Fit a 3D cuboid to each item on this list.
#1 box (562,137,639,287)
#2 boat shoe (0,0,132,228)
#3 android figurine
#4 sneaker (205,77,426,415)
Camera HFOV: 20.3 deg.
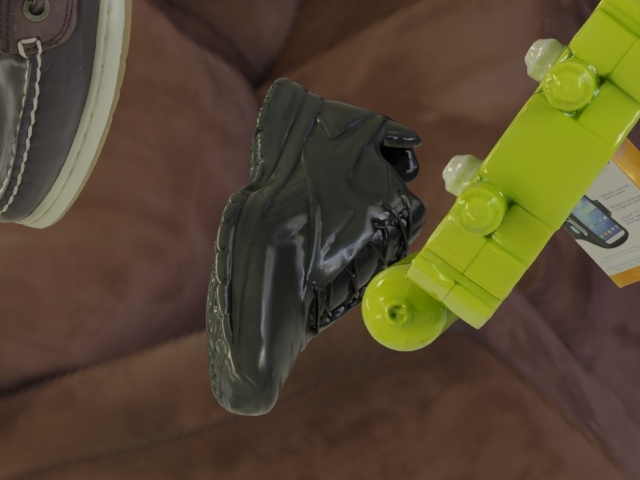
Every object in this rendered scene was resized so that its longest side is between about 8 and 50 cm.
[{"bbox_3d":[0.190,-0.032,1.200,0.081,0.136,0.028,-25,23,51],"label":"box"},{"bbox_3d":[-0.132,-0.139,0.775,0.103,0.092,0.285,42,126,45],"label":"boat shoe"},{"bbox_3d":[0.107,-0.049,0.837,0.248,0.056,0.273,-55,-5,13],"label":"android figurine"},{"bbox_3d":[0.000,0.000,1.187,0.130,0.109,0.286,12,48,5],"label":"sneaker"}]
